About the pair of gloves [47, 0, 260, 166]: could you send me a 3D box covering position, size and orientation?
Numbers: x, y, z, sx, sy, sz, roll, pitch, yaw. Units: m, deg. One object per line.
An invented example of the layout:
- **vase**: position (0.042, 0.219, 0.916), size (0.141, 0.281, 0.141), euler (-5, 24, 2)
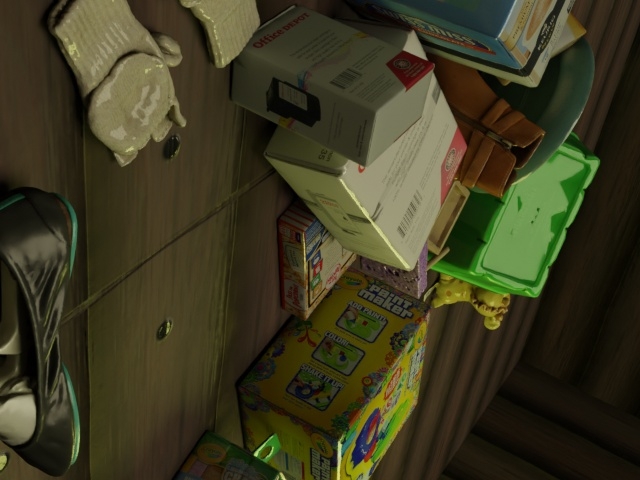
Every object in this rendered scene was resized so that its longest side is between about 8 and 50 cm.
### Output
- **pair of gloves**: position (-0.128, -0.188, 0.830), size (0.240, 0.042, 0.204), euler (-52, 156, -26)

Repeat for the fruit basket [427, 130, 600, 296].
- **fruit basket**: position (0.359, -0.086, 1.899), size (0.392, 0.283, 0.392), euler (-49, -150, 42)

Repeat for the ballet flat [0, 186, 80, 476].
- **ballet flat**: position (-0.261, 0.089, 0.784), size (0.096, 0.095, 0.280), euler (-22, 124, -47)

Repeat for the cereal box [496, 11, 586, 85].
- **cereal box**: position (0.295, -0.345, 1.443), size (0.240, 0.173, 0.047), euler (-34, 174, -46)

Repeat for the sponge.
- **sponge**: position (0.117, 0.007, 1.523), size (0.031, 0.117, 0.210), euler (-52, 156, -24)

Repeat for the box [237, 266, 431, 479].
- **box**: position (0.025, 0.245, 1.500), size (0.279, 0.177, 0.290), euler (-51, 156, -33)

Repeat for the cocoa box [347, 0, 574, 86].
- **cocoa box**: position (0.199, -0.395, 1.095), size (0.347, 0.231, 0.228), euler (-66, 158, 5)

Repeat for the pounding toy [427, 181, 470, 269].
- **pounding toy**: position (0.171, -0.019, 1.653), size (0.206, 0.094, 0.181), euler (-63, 159, 0)

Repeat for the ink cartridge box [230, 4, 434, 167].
- **ink cartridge box**: position (0.011, -0.168, 0.996), size (0.127, 0.175, 0.072), euler (-44, 154, -41)

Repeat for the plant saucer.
- **plant saucer**: position (0.330, -0.230, 1.612), size (0.044, 0.317, 0.317), euler (28, 87, -25)

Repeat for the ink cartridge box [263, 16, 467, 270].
- **ink cartridge box**: position (0.070, -0.117, 1.195), size (0.207, 0.117, 0.283), euler (-64, 150, -14)

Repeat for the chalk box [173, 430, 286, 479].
- **chalk box**: position (-0.129, 0.365, 1.338), size (0.213, 0.132, 0.132), euler (-56, 156, -24)

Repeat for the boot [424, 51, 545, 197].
- **boot**: position (0.236, -0.211, 1.409), size (0.283, 0.220, 0.109), euler (-57, 158, -18)

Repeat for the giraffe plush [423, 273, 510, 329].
- **giraffe plush**: position (0.356, 0.097, 2.112), size (0.210, 0.170, 0.181), euler (-53, 157, -26)

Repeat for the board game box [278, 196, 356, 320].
- **board game box**: position (0.000, 0.000, 1.339), size (0.147, 0.045, 0.193), euler (-49, 154, -35)
